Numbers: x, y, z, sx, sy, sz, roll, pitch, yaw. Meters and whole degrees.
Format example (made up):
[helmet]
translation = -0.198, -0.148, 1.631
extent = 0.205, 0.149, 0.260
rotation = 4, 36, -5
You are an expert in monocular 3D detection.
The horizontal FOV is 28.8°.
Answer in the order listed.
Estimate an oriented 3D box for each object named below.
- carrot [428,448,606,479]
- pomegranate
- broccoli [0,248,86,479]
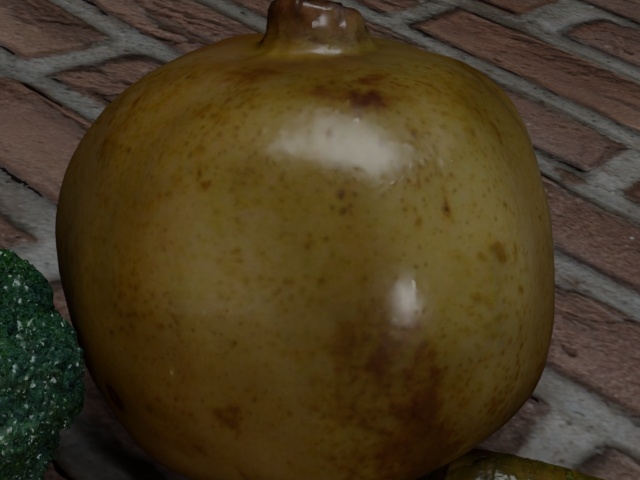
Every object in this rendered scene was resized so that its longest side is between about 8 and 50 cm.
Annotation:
[carrot]
translation = 0.170, 0.214, 0.983
extent = 0.173, 0.082, 0.082
rotation = 17, 32, -3
[pomegranate]
translation = 0.000, 0.000, 0.973
extent = 0.417, 0.416, 0.416
rotation = 8, 32, -5
[broccoli]
translation = -0.300, 0.097, 0.877
extent = 0.270, 0.270, 0.270
rotation = -14, 4, -35
